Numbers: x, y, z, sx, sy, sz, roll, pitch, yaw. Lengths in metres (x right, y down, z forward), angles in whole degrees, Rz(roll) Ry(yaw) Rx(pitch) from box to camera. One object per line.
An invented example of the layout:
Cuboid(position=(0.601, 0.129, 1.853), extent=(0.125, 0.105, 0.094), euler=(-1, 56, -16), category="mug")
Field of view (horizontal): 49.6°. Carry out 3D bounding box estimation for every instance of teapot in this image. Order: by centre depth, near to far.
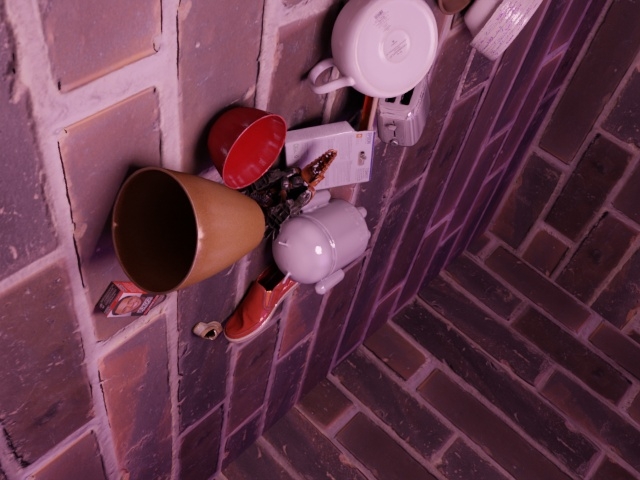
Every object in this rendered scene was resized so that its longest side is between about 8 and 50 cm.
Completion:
Cuboid(position=(0.116, -0.441, 1.531), extent=(0.256, 0.187, 0.252), euler=(-3, 115, -29), category="teapot")

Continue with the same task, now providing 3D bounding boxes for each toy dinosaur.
Cuboid(position=(-0.086, -0.124, 1.681), extent=(0.218, 0.164, 0.322), euler=(-29, 152, -54), category="toy dinosaur")

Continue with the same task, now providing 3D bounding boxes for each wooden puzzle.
Cuboid(position=(0.131, -0.370, 1.750), extent=(0.238, 0.044, 0.220), euler=(107, -4, -49), category="wooden puzzle")

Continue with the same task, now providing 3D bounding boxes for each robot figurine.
Cuboid(position=(0.000, 0.000, 2.003), extent=(0.353, 0.200, 0.299), euler=(-30, 111, -45), category="robot figurine")

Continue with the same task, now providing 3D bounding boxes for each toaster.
Cuboid(position=(0.229, -0.379, 1.896), extent=(0.146, 0.129, 0.226), euler=(67, 40, -65), category="toaster")

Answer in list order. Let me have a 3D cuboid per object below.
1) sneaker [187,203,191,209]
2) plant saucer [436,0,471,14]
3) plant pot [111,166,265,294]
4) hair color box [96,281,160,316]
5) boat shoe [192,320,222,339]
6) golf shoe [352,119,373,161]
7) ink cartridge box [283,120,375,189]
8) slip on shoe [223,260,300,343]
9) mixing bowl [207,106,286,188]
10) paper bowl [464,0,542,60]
Cuboid(position=(-0.298, 0.003, 1.522), extent=(0.095, 0.104, 0.236), euler=(-17, 141, -54), category="sneaker")
Cuboid(position=(0.385, -0.720, 1.795), extent=(0.278, 0.041, 0.278), euler=(-41, 158, -21), category="plant saucer")
Cuboid(position=(-0.234, -0.025, 1.372), extent=(0.254, 0.237, 0.237), euler=(-7, 133, -53), category="plant pot")
Cuboid(position=(-0.428, 0.132, 1.558), extent=(0.072, 0.043, 0.141), euler=(-54, 159, 11), category="hair color box")
Cuboid(position=(-0.321, 0.266, 2.012), extent=(0.050, 0.045, 0.135), euler=(-54, 159, 11), category="boat shoe")
Cuboid(position=(0.107, -0.281, 1.938), extent=(0.176, 0.069, 0.086), euler=(135, -36, -60), category="golf shoe")
Cuboid(position=(0.020, -0.209, 1.746), extent=(0.224, 0.045, 0.223), euler=(-9, 150, -6), category="ink cartridge box")
Cuboid(position=(-0.176, 0.165, 2.073), extent=(0.331, 0.123, 0.101), euler=(-48, 137, -7), category="slip on shoe")
Cuboid(position=(-0.167, -0.208, 1.438), extent=(0.181, 0.098, 0.181), euler=(-41, 158, -21), category="mixing bowl")
Cuboid(position=(0.512, -0.660, 1.934), extent=(0.284, 0.148, 0.284), euler=(-54, -177, 4), category="paper bowl")
